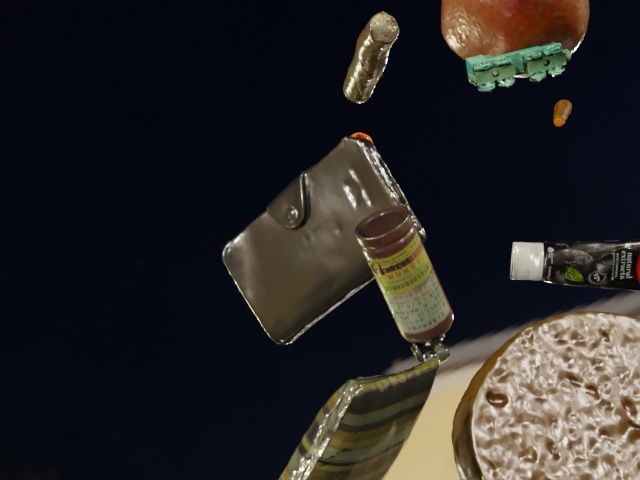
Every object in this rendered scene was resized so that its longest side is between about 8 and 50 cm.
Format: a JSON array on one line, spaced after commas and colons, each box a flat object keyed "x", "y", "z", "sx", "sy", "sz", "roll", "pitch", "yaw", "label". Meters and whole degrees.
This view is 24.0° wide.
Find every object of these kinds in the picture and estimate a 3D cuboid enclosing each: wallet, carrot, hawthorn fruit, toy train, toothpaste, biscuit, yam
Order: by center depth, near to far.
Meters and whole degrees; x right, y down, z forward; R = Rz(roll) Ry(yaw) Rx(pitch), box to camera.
[{"x": 0.172, "y": -0.153, "z": 1.320, "sx": 0.092, "sy": 0.045, "sz": 0.029, "roll": -14, "pitch": -67, "yaw": -3, "label": "toy train"}, {"x": 0.278, "y": 0.250, "z": 1.326, "sx": 0.350, "sy": 0.394, "sz": 0.070, "roll": -26, "pitch": -15, "yaw": -30, "label": "biscuit"}, {"x": 0.321, "y": 0.025, "z": 1.769, "sx": 0.193, "sy": 0.071, "sz": 0.045, "roll": 4, "pitch": 15, "yaw": 5, "label": "toothpaste"}, {"x": 0.258, "y": -0.317, "z": 1.957, "sx": 0.199, "sy": 0.199, "sz": 0.251, "roll": -24, "pitch": -8, "yaw": -5, "label": "hawthorn fruit"}, {"x": 0.073, "y": -0.269, "z": 2.251, "sx": 0.056, "sy": 0.057, "sz": 0.241, "roll": -20, "pitch": -15, "yaw": -16, "label": "yam"}, {"x": 0.000, "y": 0.000, "z": 2.272, "sx": 0.051, "sy": 0.197, "sz": 0.377, "roll": -21, "pitch": -13, "yaw": -47, "label": "wallet"}, {"x": 0.435, "y": -0.231, "z": 2.721, "sx": 0.032, "sy": 0.032, "sz": 0.093, "roll": -39, "pitch": 8, "yaw": 27, "label": "carrot"}]

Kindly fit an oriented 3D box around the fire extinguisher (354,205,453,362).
[{"x": 0.126, "y": 0.069, "z": 1.932, "sx": 0.075, "sy": 0.106, "sz": 0.252, "roll": -18, "pitch": -63, "yaw": 17, "label": "fire extinguisher"}]

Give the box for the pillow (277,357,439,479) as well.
[{"x": 0.011, "y": 0.190, "z": 1.185, "sx": 0.212, "sy": 0.052, "sz": 0.208, "roll": -62, "pitch": -18, "yaw": 11, "label": "pillow"}]

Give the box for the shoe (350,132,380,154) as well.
[{"x": 0.075, "y": -0.098, "z": 2.360, "sx": 0.074, "sy": 0.194, "sz": 0.077, "roll": -2, "pitch": -56, "yaw": -18, "label": "shoe"}]
